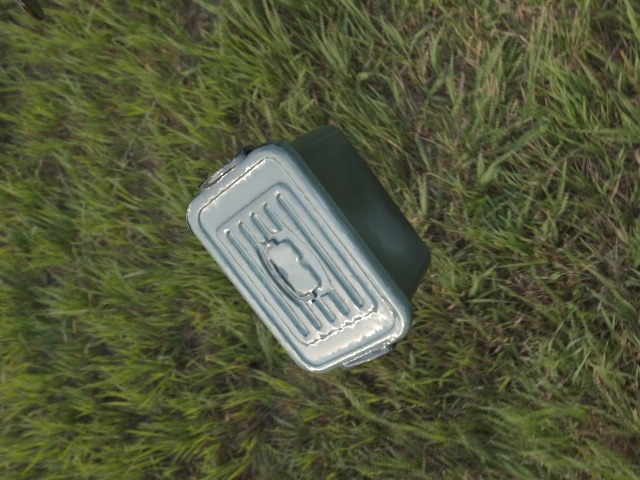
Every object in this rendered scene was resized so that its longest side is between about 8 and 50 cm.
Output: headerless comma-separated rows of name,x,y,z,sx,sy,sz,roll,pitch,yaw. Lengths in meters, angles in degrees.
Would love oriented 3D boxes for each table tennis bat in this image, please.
table tennis bat,-0.275,-0.233,0.624,0.007,0.050,0.083,-33,93,6

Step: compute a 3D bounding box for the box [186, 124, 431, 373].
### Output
box,0.000,0.000,0.729,0.163,0.135,0.243,-34,97,37
